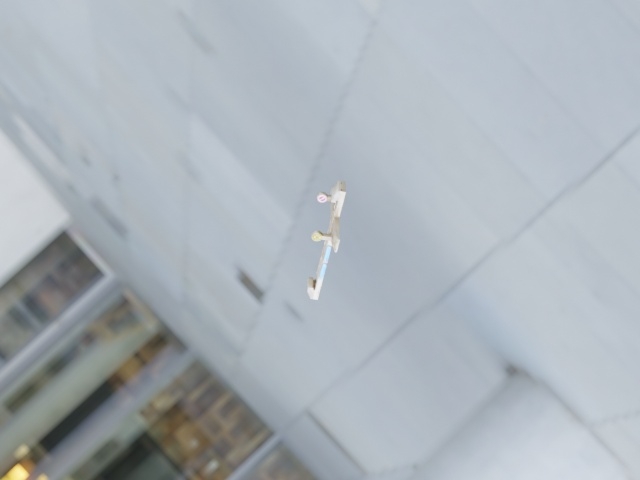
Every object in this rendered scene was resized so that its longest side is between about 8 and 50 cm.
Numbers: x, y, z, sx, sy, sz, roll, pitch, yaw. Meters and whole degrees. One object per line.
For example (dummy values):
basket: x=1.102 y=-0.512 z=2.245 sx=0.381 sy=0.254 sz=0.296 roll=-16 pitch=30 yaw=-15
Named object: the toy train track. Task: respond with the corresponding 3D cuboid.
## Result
toy train track: x=0.000 y=0.000 z=1.084 sx=0.048 sy=0.014 sz=0.083 roll=-91 pitch=12 yaw=-50
